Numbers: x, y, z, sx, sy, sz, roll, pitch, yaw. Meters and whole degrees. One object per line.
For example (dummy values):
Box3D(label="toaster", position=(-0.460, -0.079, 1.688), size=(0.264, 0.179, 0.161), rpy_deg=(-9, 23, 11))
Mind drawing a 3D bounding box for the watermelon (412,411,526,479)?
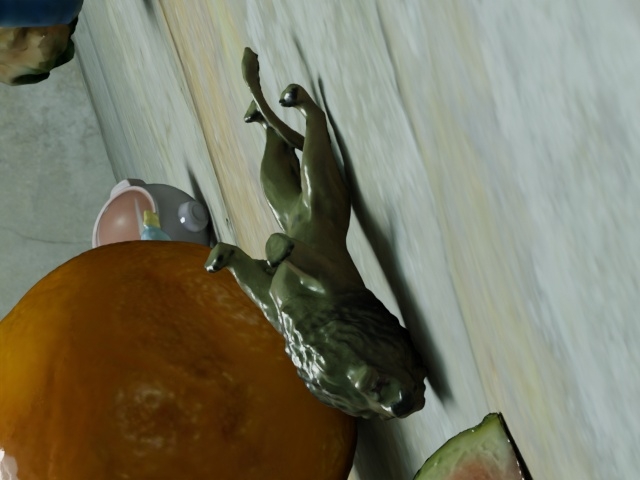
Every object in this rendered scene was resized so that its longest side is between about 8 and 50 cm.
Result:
Box3D(label="watermelon", position=(0.081, 0.161, 0.734), size=(0.069, 0.087, 0.163), rpy_deg=(20, -137, -51))

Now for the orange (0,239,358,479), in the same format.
Box3D(label="orange", position=(-0.100, 0.131, 1.098), size=(0.261, 0.261, 0.261), rpy_deg=(162, 90, -81))

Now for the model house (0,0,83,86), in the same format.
Box3D(label="model house", position=(-0.325, -0.367, 1.352), size=(0.400, 0.395, 0.445), rpy_deg=(157, 113, -66))

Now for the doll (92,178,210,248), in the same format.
Box3D(label="doll", position=(-0.131, 0.072, 1.609), size=(0.151, 0.151, 0.287), rpy_deg=(89, 168, -63))

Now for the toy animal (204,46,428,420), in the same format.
Box3D(label="toy animal", position=(-0.014, -0.005, 0.879), size=(0.069, 0.086, 0.220), rpy_deg=(-39, 57, 39))
